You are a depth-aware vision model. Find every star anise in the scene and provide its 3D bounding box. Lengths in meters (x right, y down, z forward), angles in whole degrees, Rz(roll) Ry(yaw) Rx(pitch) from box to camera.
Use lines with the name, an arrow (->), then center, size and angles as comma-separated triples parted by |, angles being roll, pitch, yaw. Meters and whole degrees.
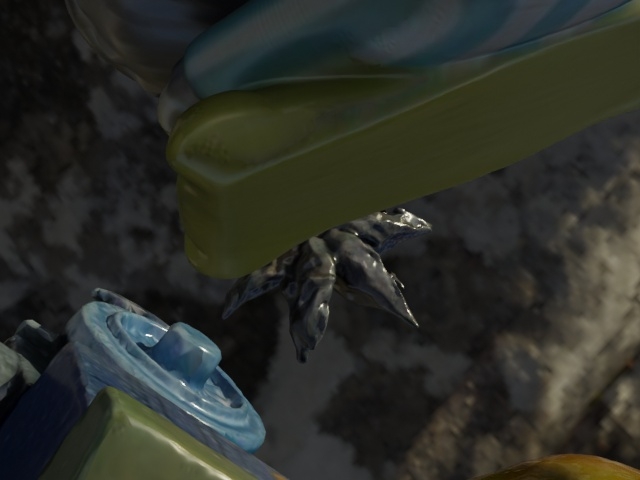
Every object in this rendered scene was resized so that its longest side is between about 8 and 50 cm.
star anise -> 0.000, 0.000, 1.410 | 0.181, 0.204, 0.061 | 15, 145, 5

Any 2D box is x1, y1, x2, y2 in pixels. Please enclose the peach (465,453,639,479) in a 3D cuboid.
peach -> 0.119, 0.320, 1.099 | 0.388, 0.388, 0.388 | -14, 124, -22

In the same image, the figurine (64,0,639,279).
figurine -> 0.004, -0.218, 0.673 | 0.266, 0.377, 0.361 | -20, 169, -25

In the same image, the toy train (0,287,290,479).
toy train -> 0.003, 0.137, 0.522 | 0.300, 0.202, 0.131 | 35, 94, -18
